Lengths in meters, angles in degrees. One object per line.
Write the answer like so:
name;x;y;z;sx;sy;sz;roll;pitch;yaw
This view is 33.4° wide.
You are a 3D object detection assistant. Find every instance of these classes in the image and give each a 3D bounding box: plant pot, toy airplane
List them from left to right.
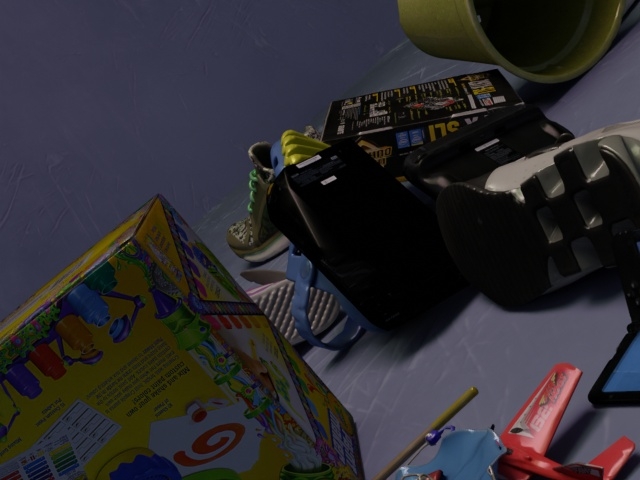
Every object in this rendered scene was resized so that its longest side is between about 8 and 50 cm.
plant pot;0.246;-0.358;1.525;0.276;0.276;0.254;-43;23;-17
toy airplane;0.138;0.139;0.665;0.151;0.028;0.151;-43;14;13

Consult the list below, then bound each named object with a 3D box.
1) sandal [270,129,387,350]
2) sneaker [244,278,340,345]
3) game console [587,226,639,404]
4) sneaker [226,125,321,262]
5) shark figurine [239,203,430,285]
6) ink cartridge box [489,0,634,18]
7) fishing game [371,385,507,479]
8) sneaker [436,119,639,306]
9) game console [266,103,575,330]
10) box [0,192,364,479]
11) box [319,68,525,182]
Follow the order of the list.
sandal;0.000;0.000;1.202;0.138;0.126;0.317;-51;38;29
sneaker;-0.125;0.115;1.314;0.282;0.102;0.161;-12;0;-19
game console;0.220;0.043;0.681;0.071;0.107;0.122;-13;-2;-29
sneaker;-0.064;-0.096;1.856;0.410;0.182;0.158;-26;18;51
shark figurine;0.031;-0.016;1.426;0.278;0.116;0.166;-29;14;38
ink cartridge box;0.424;-0.416;1.703;0.198;0.114;0.273;-26;18;51
fishing game;0.047;0.188;0.663;0.189;0.041;0.264;-48;8;29
sneaker;0.220;-0.029;0.902;0.146;0.122;0.330;-25;4;-23
game console;0.135;-0.053;1.134;0.361;0.213;0.044;-27;-34;-28
box;-0.162;0.168;0.886;0.290;0.279;0.177;-38;11;6
box;0.137;-0.155;1.451;0.257;0.079;0.322;-9;16;5
